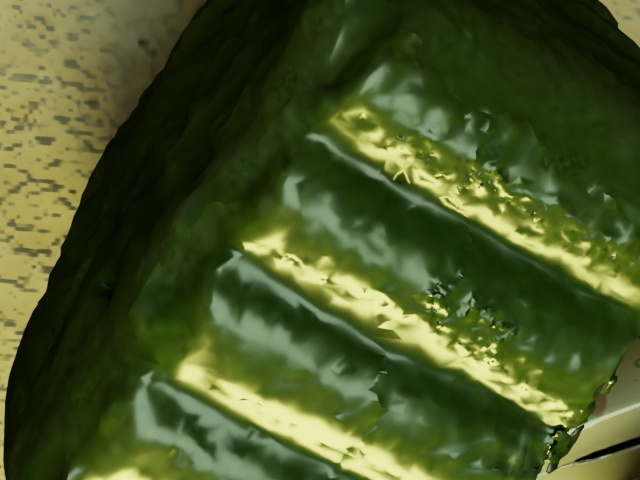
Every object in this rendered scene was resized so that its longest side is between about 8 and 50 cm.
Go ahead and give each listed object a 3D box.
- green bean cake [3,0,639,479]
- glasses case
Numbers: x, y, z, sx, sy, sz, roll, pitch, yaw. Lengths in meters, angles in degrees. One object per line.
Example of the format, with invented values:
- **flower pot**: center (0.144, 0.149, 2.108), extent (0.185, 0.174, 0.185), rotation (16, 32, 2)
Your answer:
- **green bean cake**: center (0.000, 0.000, 0.588), extent (0.156, 0.250, 0.247), rotation (28, 110, -16)
- **glasses case**: center (0.151, 0.065, 0.723), extent (0.204, 0.081, 0.051), rotation (-19, 112, 2)
